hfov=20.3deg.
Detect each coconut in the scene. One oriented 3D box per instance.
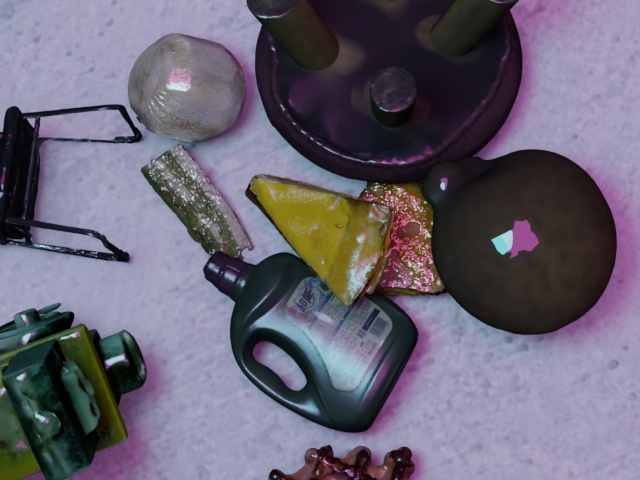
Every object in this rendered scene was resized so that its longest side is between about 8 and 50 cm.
[{"bbox_3d":[-0.129,-0.150,1.809,0.110,0.124,0.110,-19,65,46],"label":"coconut"}]

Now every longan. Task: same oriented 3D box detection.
[{"bbox_3d":[0.188,-0.008,1.728,0.204,0.159,0.185,34,64,7],"label":"longan"}]

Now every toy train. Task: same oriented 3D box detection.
[{"bbox_3d":[-0.354,0.187,1.669,0.397,0.253,0.160,-20,96,1],"label":"toy train"}]

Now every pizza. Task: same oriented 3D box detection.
[{"bbox_3d":[0.082,-0.004,1.798,0.099,0.036,0.160,-28,78,-2],"label":"pizza"}]

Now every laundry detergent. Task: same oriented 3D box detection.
[{"bbox_3d":[-0.024,0.089,1.765,0.221,0.078,0.144,28,81,8],"label":"laundry detergent"}]

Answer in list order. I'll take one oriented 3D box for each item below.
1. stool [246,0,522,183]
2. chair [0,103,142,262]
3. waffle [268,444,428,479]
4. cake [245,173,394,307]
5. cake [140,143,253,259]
[{"bbox_3d":[0.065,-0.207,1.748,0.272,0.178,0.272,-1,70,3],"label":"stool"},{"bbox_3d":[-0.302,-0.062,1.781,0.221,0.145,0.140,5,79,6],"label":"chair"},{"bbox_3d":[0.033,0.308,1.710,0.221,0.055,0.234,-17,82,-20],"label":"waffle"},{"bbox_3d":[0.003,0.000,1.766,0.184,0.079,0.116,9,92,35],"label":"cake"},{"bbox_3d":[-0.124,-0.037,1.811,0.051,0.055,0.140,-39,81,-10],"label":"cake"}]
